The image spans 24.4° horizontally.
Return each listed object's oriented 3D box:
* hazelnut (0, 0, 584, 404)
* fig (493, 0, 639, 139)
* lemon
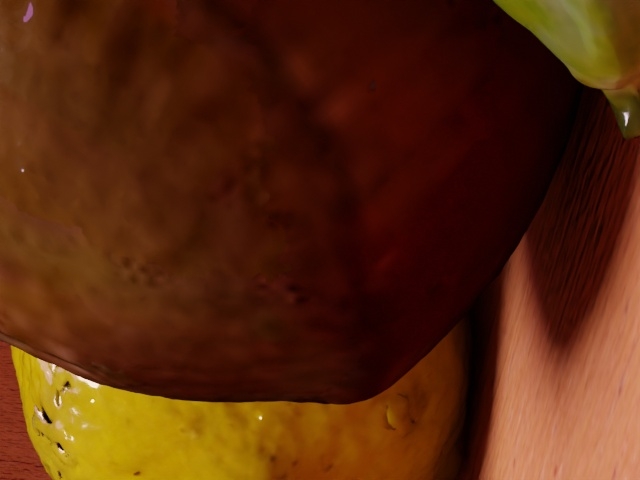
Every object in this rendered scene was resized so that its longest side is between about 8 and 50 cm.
[{"bbox_3d":[-0.057,-0.114,0.794,0.353,0.421,0.421,50,-151,-39],"label":"hazelnut"},{"bbox_3d":[0.086,-0.219,0.546,0.314,0.233,0.233,50,169,8],"label":"fig"},{"bbox_3d":[-0.054,0.064,1.097,0.387,0.350,0.350,-99,12,-54],"label":"lemon"}]
